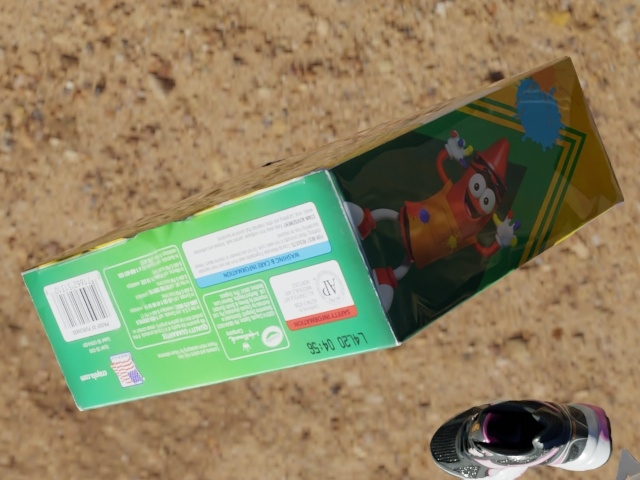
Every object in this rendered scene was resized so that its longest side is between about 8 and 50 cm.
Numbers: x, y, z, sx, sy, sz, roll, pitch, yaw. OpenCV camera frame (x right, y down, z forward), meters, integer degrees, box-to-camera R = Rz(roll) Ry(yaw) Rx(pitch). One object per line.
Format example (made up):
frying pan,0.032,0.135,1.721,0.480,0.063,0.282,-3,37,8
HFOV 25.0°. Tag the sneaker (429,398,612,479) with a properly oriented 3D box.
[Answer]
sneaker,0.147,0.155,1.174,0.077,0.072,0.178,16,156,-36

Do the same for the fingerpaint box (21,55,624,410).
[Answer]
fingerpaint box,0.000,0.000,1.382,0.445,0.371,0.163,-16,98,44

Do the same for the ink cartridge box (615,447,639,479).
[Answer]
ink cartridge box,0.338,0.314,1.483,0.060,0.180,0.104,-22,137,-20
